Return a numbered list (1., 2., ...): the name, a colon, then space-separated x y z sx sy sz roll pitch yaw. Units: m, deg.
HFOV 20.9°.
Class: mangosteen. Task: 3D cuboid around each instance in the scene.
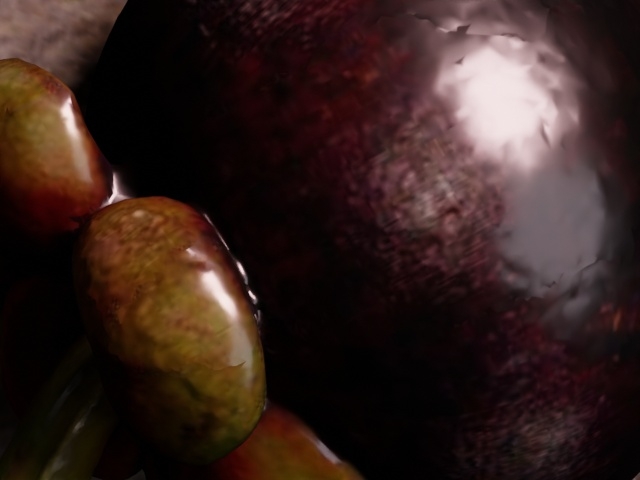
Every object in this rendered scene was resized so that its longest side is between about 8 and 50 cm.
1. mangosteen: 0.000 0.000 0.938 0.435 0.382 0.382 -20 117 -5

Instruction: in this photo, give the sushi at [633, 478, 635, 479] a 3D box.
1. sushi: 0.137 0.162 1.268 0.291 0.131 0.139 -32 121 -34
